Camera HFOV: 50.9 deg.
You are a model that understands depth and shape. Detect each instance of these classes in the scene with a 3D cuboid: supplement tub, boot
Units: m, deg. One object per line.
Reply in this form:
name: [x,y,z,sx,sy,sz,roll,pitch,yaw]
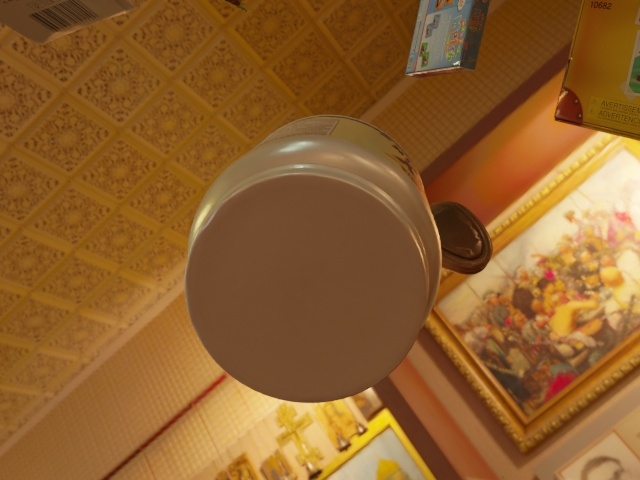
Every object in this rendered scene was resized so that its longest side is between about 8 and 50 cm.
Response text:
supplement tub: [0.000,0.000,0.694,0.235,0.235,0.325,-47,7,15]
boot: [0.164,0.041,1.092,0.109,0.283,0.220,-34,-49,-28]

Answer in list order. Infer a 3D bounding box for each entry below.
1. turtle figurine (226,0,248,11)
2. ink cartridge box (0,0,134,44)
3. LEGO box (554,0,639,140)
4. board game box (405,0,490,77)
turtle figurine: [-0.090,-0.428,0.909,0.087,0.269,0.217,8,-66,-55]
ink cartridge box: [-0.326,-0.396,0.640,0.130,0.309,0.272,-15,-10,12]
LEGO box: [0.658,-0.316,1.025,0.193,0.500,0.372,-8,-65,-39]
board game box: [0.236,-0.393,1.259,0.039,0.211,0.160,10,-84,-20]
